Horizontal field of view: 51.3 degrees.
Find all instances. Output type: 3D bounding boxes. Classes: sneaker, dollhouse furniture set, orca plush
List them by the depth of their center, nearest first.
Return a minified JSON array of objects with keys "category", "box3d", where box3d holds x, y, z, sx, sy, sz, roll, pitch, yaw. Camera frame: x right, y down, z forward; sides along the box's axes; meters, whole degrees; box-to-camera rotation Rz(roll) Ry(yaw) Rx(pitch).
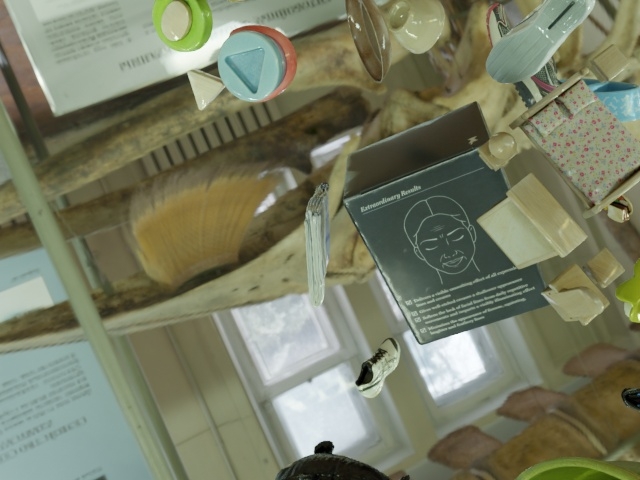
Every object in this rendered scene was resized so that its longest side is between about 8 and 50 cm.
[{"category":"sneaker","box3d":[0.072,0.157,0.842,0.032,0.037,0.083,11,-115,43]},{"category":"dollhouse furniture set","box3d":[0.428,-0.103,0.987,0.355,0.303,0.174,-38,174,-7]},{"category":"orca plush","box3d":[0.009,0.435,1.152,0.287,0.151,0.102,7,171,44]},{"category":"sneaker","box3d":[0.406,-0.377,1.207,0.091,0.094,0.258,-44,-176,-32]},{"category":"sneaker","box3d":[0.499,-0.445,1.617,0.112,0.299,0.121,-31,-167,28]},{"category":"sneaker","box3d":[0.902,0.434,1.747,0.216,0.079,0.121,0,168,43]}]

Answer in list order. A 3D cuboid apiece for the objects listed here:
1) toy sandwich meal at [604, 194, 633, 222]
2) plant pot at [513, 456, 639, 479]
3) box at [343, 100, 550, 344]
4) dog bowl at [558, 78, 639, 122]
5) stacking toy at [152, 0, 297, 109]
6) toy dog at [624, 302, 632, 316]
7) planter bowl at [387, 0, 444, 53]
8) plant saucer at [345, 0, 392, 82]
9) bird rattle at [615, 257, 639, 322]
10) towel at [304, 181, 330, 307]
[{"category":"toy sandwich meal","box3d":[0.716,-0.083,1.613,0.029,0.085,0.085,-42,-177,-12]},{"category":"plant pot","box3d":[0.419,0.390,0.672,0.352,0.367,0.366,1,168,-24]},{"category":"box","box3d":[0.259,-0.026,1.367,0.293,0.396,0.212,-20,-151,17]},{"category":"dog bowl","box3d":[0.681,-0.359,1.690,0.165,0.074,0.297,-14,-157,-18]},{"category":"stacking toy","box3d":[-0.213,-0.391,1.283,0.279,0.309,0.130,-16,-164,30]},{"category":"toy dog","box3d":[1.078,0.251,1.784,0.395,0.285,0.408,-23,-179,9]},{"category":"planter bowl","box3d":[0.264,-0.638,1.937,0.109,0.162,0.162,9,158,-37]},{"category":"plant saucer","box3d":[0.103,-0.423,1.366,0.036,0.199,0.198,-22,179,-5]},{"category":"bird rattle","box3d":[0.606,0.092,1.019,0.143,0.207,0.253,-11,172,-27]},{"category":"towel","box3d":[0.000,0.000,1.447,0.034,0.209,0.285,-1,-163,6]}]
